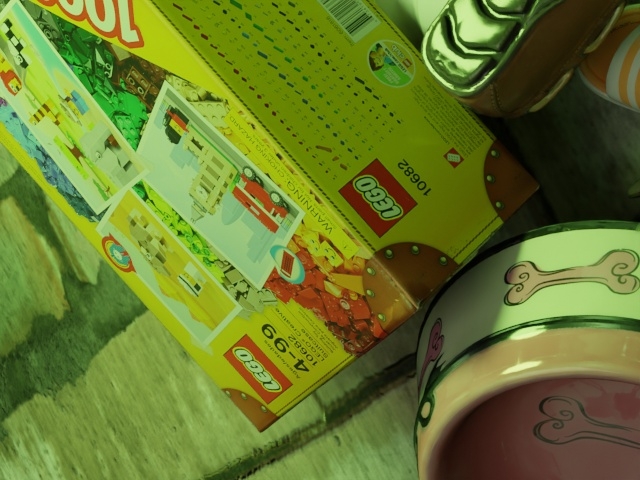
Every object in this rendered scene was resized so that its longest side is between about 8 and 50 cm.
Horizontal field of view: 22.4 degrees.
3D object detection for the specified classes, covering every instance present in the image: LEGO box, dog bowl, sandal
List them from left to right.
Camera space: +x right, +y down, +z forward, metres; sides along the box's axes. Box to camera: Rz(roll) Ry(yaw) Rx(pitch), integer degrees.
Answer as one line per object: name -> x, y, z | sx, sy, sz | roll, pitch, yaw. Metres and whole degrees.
LEGO box -> -0.098, -0.110, 1.521 | 0.500, 0.193, 0.372 | 48, 147, 2
dog bowl -> 0.266, 0.186, 1.425 | 0.408, 0.150, 0.408 | 11, 132, 12
sandal -> 0.337, -0.144, 1.399 | 0.265, 0.076, 0.102 | 26, 93, 30

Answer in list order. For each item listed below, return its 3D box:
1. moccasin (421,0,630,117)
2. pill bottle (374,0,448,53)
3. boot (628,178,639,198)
moccasin -> 0.245, -0.259, 1.349 | 0.139, 0.147, 0.380 | 42, 107, 36
pill bottle -> 0.039, -0.278, 1.564 | 0.363, 0.210, 0.210 | 18, 117, 39
boot -> 0.322, -0.091, 1.483 | 0.118, 0.042, 0.087 | -17, 87, 45
